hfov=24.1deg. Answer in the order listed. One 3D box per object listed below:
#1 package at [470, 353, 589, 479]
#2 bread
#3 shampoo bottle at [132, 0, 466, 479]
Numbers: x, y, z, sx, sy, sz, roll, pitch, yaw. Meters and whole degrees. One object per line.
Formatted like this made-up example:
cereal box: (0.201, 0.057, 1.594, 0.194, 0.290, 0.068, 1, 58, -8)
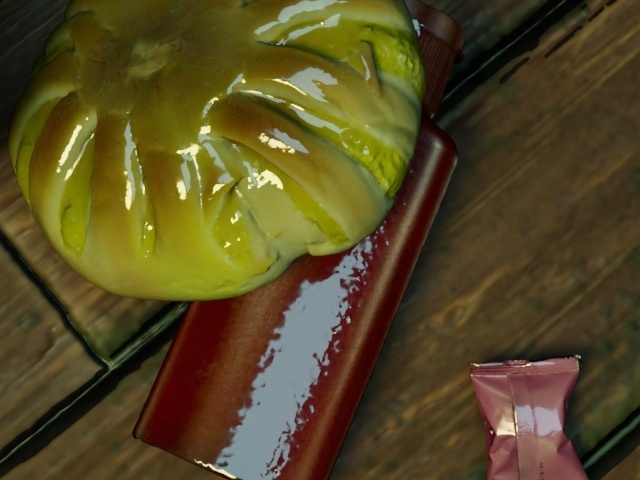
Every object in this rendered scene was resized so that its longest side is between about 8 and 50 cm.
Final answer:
package: (0.111, 0.102, 0.783, 0.059, 0.029, 0.083, -6, 91, -2)
bread: (-0.055, -0.071, 0.724, 0.213, 0.105, 0.213, -13, 61, 24)
shampoo bottle: (0.000, 0.000, 0.769, 0.102, 0.064, 0.260, 21, 80, 10)
